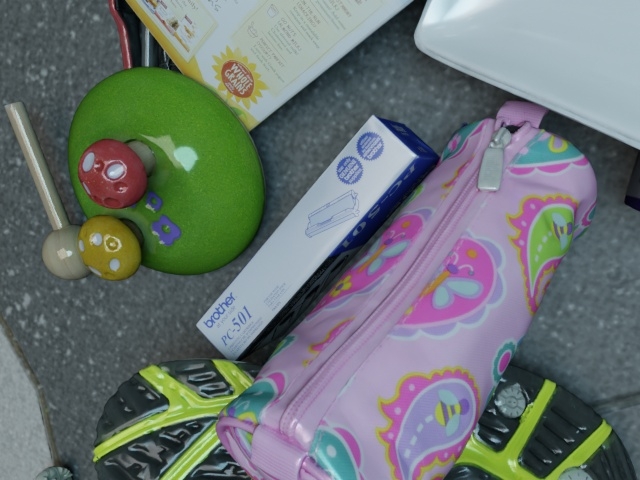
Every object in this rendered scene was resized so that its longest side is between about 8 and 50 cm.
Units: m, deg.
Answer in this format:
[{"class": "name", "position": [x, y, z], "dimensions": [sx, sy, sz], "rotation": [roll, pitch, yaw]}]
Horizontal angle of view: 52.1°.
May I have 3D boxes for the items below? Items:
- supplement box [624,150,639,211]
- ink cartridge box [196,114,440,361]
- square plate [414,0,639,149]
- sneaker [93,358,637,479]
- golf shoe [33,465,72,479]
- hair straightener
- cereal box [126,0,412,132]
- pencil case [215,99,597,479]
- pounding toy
[{"class": "supplement box", "position": [0.312, -0.047, 0.378], "dimensions": [0.219, 0.111, 0.114], "rotation": [15, 100, 17]}, {"class": "ink cartridge box", "position": [0.000, 0.000, 0.502], "dimensions": [0.046, 0.097, 0.207], "rotation": [44, 108, 11]}, {"class": "square plate", "position": [0.241, -0.191, 0.286], "dimensions": [0.344, 0.049, 0.348], "rotation": [39, 115, 37]}, {"class": "sneaker", "position": [0.038, 0.157, 0.497], "dimensions": [0.384, 0.147, 0.145], "rotation": [9, 73, 2]}, {"class": "golf shoe", "position": [-0.301, 0.303, 0.664], "dimensions": [0.085, 0.069, 0.176], "rotation": [18, 101, 23]}, {"class": "hair straightener", "position": [-0.137, -0.175, 0.558], "dimensions": [0.088, 0.047, 0.231], "rotation": [0, 96, 20]}, {"class": "cereal box", "position": [-0.037, -0.194, 0.447], "dimensions": [0.240, 0.047, 0.173], "rotation": [-26, 105, 46]}, {"class": "pencil case", "position": [0.065, 0.039, 0.398], "dimensions": [0.124, 0.124, 0.284], "rotation": [35, 63, 13]}, {"class": "pounding toy", "position": [-0.171, -0.032, 0.526], "dimensions": [0.236, 0.110, 0.183], "rotation": [-4, 115, 25]}]
